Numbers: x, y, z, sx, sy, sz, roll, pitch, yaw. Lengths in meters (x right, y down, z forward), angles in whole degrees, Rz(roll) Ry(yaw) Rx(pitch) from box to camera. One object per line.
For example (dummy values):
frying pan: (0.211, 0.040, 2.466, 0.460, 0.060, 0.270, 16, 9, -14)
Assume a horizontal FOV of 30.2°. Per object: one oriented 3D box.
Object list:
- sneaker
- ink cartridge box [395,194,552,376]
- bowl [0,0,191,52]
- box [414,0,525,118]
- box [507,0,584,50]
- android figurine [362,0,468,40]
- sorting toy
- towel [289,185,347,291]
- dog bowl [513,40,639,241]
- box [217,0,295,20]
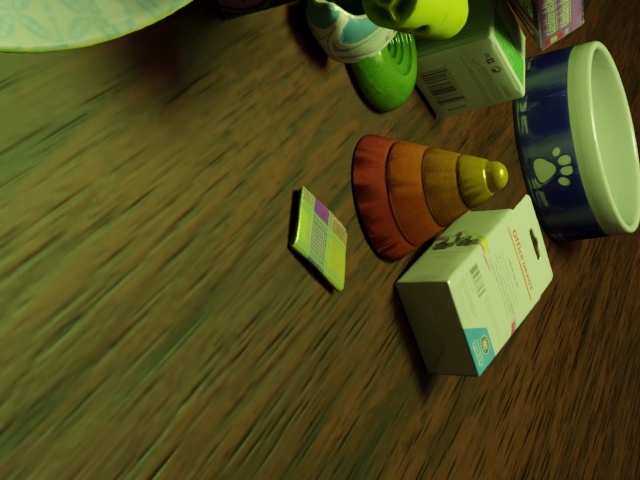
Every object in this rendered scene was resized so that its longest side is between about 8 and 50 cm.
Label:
sneaker: (0.076, -0.257, 1.019, 0.237, 0.085, 0.086, -52, 154, -11)
ink cartridge box: (0.154, 0.040, 1.154, 0.181, 0.061, 0.104, -42, 120, -44)
bowl: (-0.146, -0.251, 0.552, 0.156, 0.289, 0.289, 44, 0, 40)
box: (0.151, -0.199, 1.232, 0.101, 0.102, 0.087, 48, 38, -45)
box: (0.158, -0.346, 1.168, 0.293, 0.057, 0.201, 59, 6, 15)
android figurine: (0.059, -0.259, 0.792, 0.273, 0.056, 0.248, -8, 89, -61)
sorting toy: (0.101, -0.169, 1.096, 0.127, 0.126, 0.366, 20, 64, -61)
towel: (0.000, 0.000, 0.958, 0.083, 0.009, 0.060, 45, 43, -49)
dog bowl: (0.356, -0.133, 1.621, 0.265, 0.104, 0.265, 33, 52, -57)
box: (-0.003, -0.312, 0.915, 0.165, 0.143, 0.270, 65, 29, -29)
